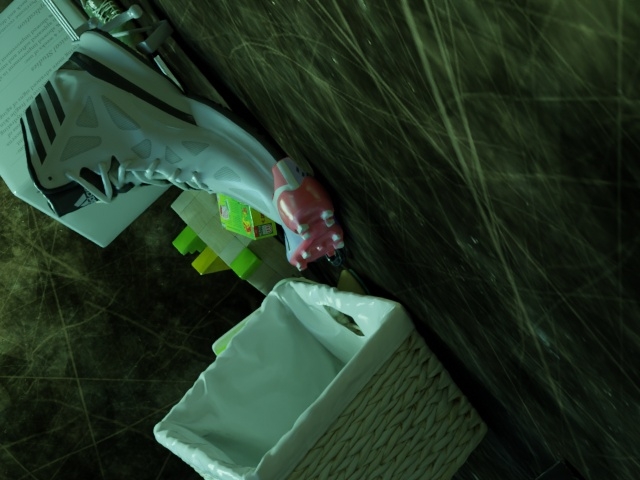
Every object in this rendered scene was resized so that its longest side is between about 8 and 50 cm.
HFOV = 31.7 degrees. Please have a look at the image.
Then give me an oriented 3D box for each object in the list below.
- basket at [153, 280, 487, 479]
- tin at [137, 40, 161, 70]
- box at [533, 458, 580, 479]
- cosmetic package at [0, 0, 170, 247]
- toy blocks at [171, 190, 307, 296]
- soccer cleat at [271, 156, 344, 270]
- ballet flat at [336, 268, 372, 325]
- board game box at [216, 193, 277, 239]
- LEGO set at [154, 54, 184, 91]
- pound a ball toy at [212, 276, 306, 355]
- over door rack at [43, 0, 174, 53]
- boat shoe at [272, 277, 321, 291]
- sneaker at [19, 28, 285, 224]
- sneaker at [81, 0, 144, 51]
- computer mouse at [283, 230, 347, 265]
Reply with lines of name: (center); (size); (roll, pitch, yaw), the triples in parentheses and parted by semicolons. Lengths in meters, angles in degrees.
basket: (0.001, 0.267, 1.625); (0.266, 0.331, 0.328); (50, 159, -24)
tin: (-0.315, -0.303, 2.116); (0.189, 0.040, 0.106); (62, -179, -37)
box: (0.346, 0.408, 1.310); (0.293, 0.073, 0.295); (49, 173, 20)
cosmetic package: (-0.515, -0.266, 2.351); (0.393, 0.329, 0.327); (49, -176, 30)
toy blocks: (-0.133, 0.020, 2.267); (0.261, 0.190, 0.381); (42, 179, -40)
soccer cleat: (-0.022, -0.032, 1.484); (0.095, 0.083, 0.248); (62, 175, 14)
ballet flat: (0.061, 0.130, 1.795); (0.080, 0.073, 0.232); (47, 172, 37)
board game box: (-0.136, -0.060, 2.017); (0.181, 0.043, 0.092); (-163, 61, -66)
LEGO set: (-0.233, -0.209, 2.093); (0.244, 0.060, 0.182); (53, 176, 14)
pound a ball toy: (-0.098, 0.250, 2.515); (0.135, 0.319, 0.208); (55, 173, -25)
over door rack: (-0.354, -0.408, 1.700); (0.324, 0.108, 0.239); (18, 149, 55)
boat shoe: (0.032, 0.196, 2.112); (0.319, 0.116, 0.099); (46, -164, -16)
sneaker: (-0.243, -0.092, 1.612); (0.448, 0.257, 0.169); (34, 167, 19)
sneaker: (-0.391, -0.411, 2.047); (0.192, 0.064, 0.086); (51, 180, 42)
computer mouse: (0.000, 0.000, 1.711); (0.071, 0.041, 0.242); (55, 167, -13)
